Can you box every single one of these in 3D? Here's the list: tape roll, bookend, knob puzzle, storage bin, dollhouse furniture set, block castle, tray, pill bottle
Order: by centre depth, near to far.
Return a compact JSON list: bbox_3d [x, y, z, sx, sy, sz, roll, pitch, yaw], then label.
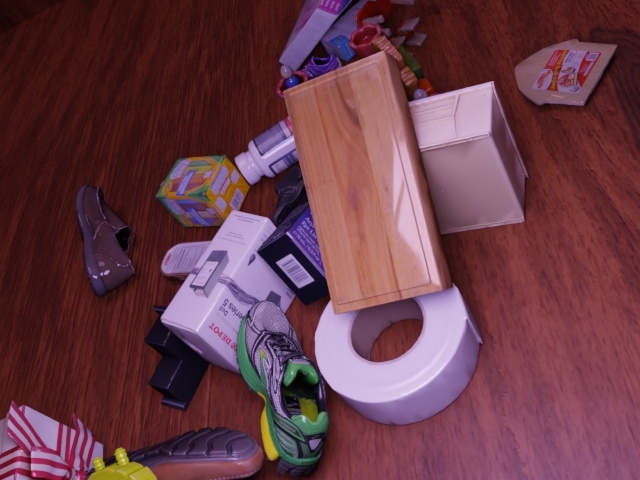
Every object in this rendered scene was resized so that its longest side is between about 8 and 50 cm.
[{"bbox_3d":[0.078,-0.094,1.221,0.202,0.076,0.411,-16,83,26],"label":"tray"},{"bbox_3d":[0.136,0.177,1.254,0.286,0.100,0.286,-18,46,19],"label":"tape roll"},{"bbox_3d":[0.236,-0.138,1.339,0.260,0.262,0.123,-9,52,26],"label":"storage bin"},{"bbox_3d":[-0.309,0.241,1.441,0.072,0.156,0.157,5,58,35],"label":"bookend"},{"bbox_3d":[0.512,-0.358,1.515,0.213,0.030,0.213,-17,48,20],"label":"knob puzzle"},{"bbox_3d":[0.099,-0.300,1.597,0.303,0.213,0.453,-32,43,5],"label":"block castle"},{"bbox_3d":[-0.118,-0.220,1.743,0.180,0.108,0.108,-32,44,5],"label":"pill bottle"},{"bbox_3d":[0.171,-0.621,1.788,0.135,0.262,0.259,15,62,42],"label":"dollhouse furniture set"}]

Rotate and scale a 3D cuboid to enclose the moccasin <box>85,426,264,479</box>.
[{"bbox_3d":[-0.260,0.437,1.259,0.380,0.147,0.139,-22,0,20],"label":"moccasin"}]

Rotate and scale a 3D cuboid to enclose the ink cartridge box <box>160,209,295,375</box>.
[{"bbox_3d":[-0.166,0.108,1.431,0.114,0.198,0.273,13,63,38],"label":"ink cartridge box"}]

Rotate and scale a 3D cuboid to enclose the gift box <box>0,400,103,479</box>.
[{"bbox_3d":[-0.574,0.468,1.350,0.258,0.255,0.276,-26,51,14],"label":"gift box"}]

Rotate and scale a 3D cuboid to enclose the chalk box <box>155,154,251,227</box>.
[{"bbox_3d":[-0.311,-0.122,1.765,0.213,0.132,0.132,0,54,32],"label":"chalk box"}]

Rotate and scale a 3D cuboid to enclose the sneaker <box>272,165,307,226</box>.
[{"bbox_3d":[-0.080,-0.105,1.667,0.089,0.051,0.170,17,60,41],"label":"sneaker"}]

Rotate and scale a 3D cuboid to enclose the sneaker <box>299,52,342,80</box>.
[{"bbox_3d":[-0.026,-0.468,1.920,0.169,0.071,0.068,-20,46,18],"label":"sneaker"}]

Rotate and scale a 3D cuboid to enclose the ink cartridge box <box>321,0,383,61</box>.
[{"bbox_3d":[0.099,-0.589,1.948,0.181,0.061,0.104,-44,43,-6],"label":"ink cartridge box"}]

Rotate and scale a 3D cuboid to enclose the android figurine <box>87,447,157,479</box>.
[{"bbox_3d":[-0.321,0.493,1.198,0.248,0.056,0.273,-30,78,29],"label":"android figurine"}]

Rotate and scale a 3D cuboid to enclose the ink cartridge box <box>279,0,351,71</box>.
[{"bbox_3d":[0.023,-0.680,1.949,0.330,0.071,0.324,-40,25,53],"label":"ink cartridge box"}]

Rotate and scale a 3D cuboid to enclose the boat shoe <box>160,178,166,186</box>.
[{"bbox_3d":[-0.403,-0.176,1.942,0.100,0.035,0.035,-45,46,1],"label":"boat shoe"}]

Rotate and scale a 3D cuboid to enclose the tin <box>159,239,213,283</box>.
[{"bbox_3d":[-0.305,0.049,1.689,0.189,0.040,0.106,-5,48,30],"label":"tin"}]

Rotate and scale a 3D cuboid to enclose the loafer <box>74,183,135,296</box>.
[{"bbox_3d":[-0.562,-0.008,1.855,0.130,0.134,0.366,-13,52,-13],"label":"loafer"}]

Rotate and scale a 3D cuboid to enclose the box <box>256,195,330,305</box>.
[{"bbox_3d":[0.000,0.000,1.391,0.108,0.153,0.207,-30,17,45],"label":"box"}]

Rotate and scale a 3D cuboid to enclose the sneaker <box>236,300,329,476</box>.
[{"bbox_3d":[-0.054,0.236,1.269,0.146,0.134,0.344,-65,36,36],"label":"sneaker"}]
